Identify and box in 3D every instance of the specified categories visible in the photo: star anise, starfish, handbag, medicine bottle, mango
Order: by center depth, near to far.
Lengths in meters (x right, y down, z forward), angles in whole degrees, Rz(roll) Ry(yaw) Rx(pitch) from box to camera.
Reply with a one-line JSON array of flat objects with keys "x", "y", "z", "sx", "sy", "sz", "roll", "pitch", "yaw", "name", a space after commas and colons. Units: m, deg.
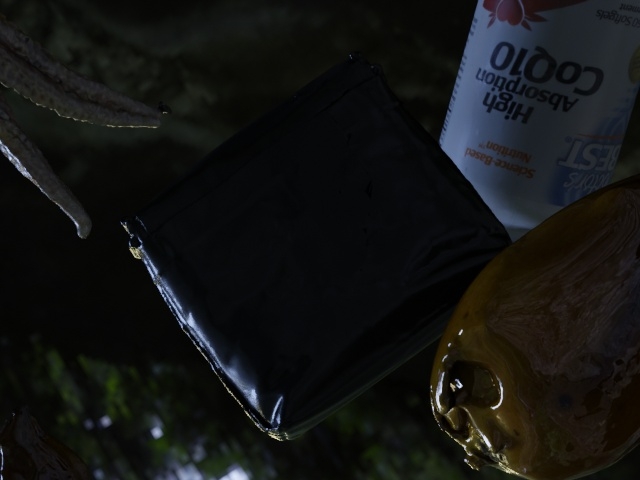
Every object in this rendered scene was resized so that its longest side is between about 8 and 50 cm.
[{"x": 0.198, "y": 0.050, "z": 1.348, "sx": 0.287, "sy": 0.152, "sz": 0.201, "roll": -42, "pitch": -39, "yaw": -20, "name": "mango"}, {"x": 0.000, "y": 0.000, "z": 1.469, "sx": 0.247, "sy": 0.223, "sz": 0.080, "roll": -36, "pitch": -13, "yaw": -8, "name": "handbag"}, {"x": -0.281, "y": -0.200, "z": 1.578, "sx": 0.132, "sy": 0.384, "sz": 0.398, "roll": -45, "pitch": 11, "yaw": 5, "name": "starfish"}, {"x": 0.192, "y": -0.111, "z": 1.705, "sx": 0.157, "sy": 0.157, "sz": 0.289, "roll": 0, "pitch": -71, "yaw": -48, "name": "medicine bottle"}, {"x": -0.262, "y": 0.327, "z": 1.740, "sx": 0.237, "sy": 0.148, "sz": 0.346, "roll": 71, "pitch": -147, "yaw": -79, "name": "star anise"}]
